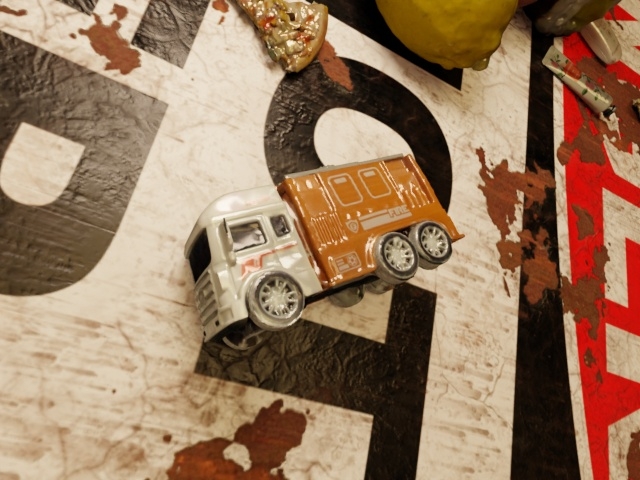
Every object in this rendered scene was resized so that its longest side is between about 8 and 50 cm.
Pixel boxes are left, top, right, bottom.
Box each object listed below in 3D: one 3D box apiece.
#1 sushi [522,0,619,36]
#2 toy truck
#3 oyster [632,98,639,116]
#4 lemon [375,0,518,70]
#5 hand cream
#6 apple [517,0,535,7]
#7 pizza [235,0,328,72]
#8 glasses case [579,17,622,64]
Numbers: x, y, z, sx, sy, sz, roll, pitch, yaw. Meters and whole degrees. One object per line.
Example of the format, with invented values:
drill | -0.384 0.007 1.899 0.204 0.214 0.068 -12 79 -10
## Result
sushi | 0.628 -0.705 1.085 0.281 0.299 0.295 -7 77 -44
toy truck | 0.000 0.000 0.650 0.387 0.173 0.207 -16 77 -32
oyster | 0.964 -0.379 1.302 0.177 0.056 0.106 14 78 -27
lemon | 0.236 -0.499 0.846 0.316 0.285 0.285 37 60 14
hand cream | 0.677 -0.412 1.174 0.234 0.050 0.080 39 66 -5
apple | 0.408 -0.663 0.969 0.234 0.305 0.306 -9 80 -28
pizza | -0.077 -0.400 0.788 0.195 0.052 0.185 28 62 -17
glasses case | 0.778 -0.587 1.264 0.204 0.051 0.081 50 60 -6
